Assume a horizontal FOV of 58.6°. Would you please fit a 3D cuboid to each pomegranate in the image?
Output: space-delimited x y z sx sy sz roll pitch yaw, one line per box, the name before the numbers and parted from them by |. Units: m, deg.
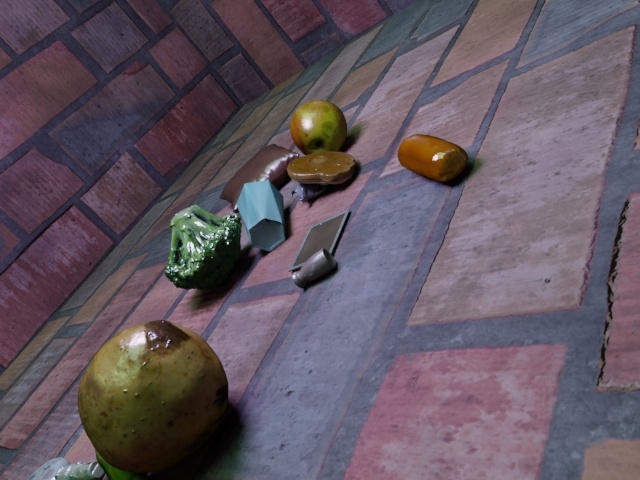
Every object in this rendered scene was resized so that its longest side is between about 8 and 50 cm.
pomegranate | -0.311 0.290 1.077 0.281 0.281 0.281 -33 24 17

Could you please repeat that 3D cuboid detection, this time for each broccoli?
broccoli | -0.342 0.021 1.660 0.269 0.242 0.261 -23 15 25

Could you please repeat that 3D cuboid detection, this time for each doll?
doll | -0.024 -0.172 1.738 0.104 0.062 0.195 16 40 12

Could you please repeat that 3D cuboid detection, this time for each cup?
cup | -0.166 -0.073 1.696 0.236 0.134 0.148 -115 42 -59

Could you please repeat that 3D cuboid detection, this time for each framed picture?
framed picture | 0.000 0.000 1.456 0.142 0.011 0.183 -23 28 36

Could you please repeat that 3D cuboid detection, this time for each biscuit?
biscuit | 0.005 -0.210 1.689 0.208 0.049 0.181 0 30 20

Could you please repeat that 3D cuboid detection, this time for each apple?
apple | -0.004 -0.361 1.878 0.196 0.196 0.196 -33 24 17

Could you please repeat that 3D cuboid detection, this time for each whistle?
whistle | -0.598 0.556 1.319 0.258 0.067 0.126 -24 22 25

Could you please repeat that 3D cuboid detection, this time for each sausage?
sausage | 0.253 -0.196 1.319 0.098 0.098 0.238 -42 24 -2

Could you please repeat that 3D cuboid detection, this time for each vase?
vase | -0.017 0.066 1.312 0.100 0.053 0.053 -37 23 19

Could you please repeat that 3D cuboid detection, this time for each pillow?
pillow | -0.227 -0.229 2.083 0.305 0.108 0.308 -44 24 -4

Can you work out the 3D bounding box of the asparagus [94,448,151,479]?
asparagus | -0.390 0.464 1.144 0.082 0.085 0.343 -24 13 -26
